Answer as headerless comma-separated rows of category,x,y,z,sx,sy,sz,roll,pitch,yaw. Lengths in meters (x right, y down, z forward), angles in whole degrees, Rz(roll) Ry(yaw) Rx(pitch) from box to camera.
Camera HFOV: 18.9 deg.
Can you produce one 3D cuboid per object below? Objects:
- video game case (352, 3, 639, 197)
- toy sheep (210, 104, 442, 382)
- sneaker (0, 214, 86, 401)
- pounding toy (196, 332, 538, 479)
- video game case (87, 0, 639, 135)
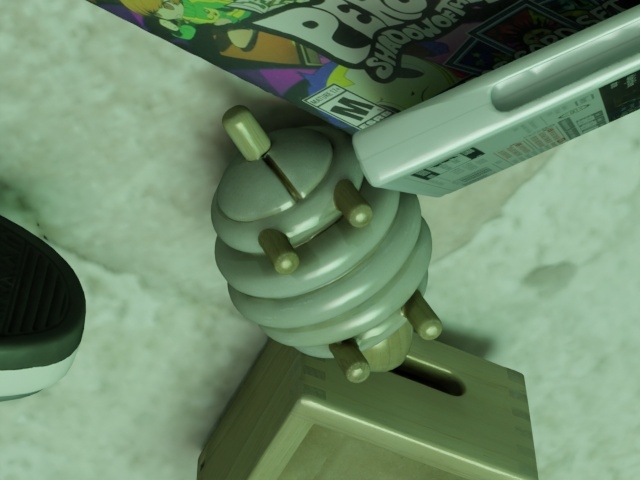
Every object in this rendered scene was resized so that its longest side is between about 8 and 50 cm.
video game case,0.104,-0.060,0.672,0.173,0.022,0.190,-24,176,9
toy sheep,0.000,0.000,0.741,0.091,0.091,0.132,-23,122,7
sneaker,-0.243,0.067,0.715,0.296,0.124,0.178,7,125,-9
pounding toy,0.026,0.103,0.848,0.141,0.100,0.130,21,124,-16
video game case,0.012,-0.121,0.597,0.210,0.042,0.232,26,148,-29
